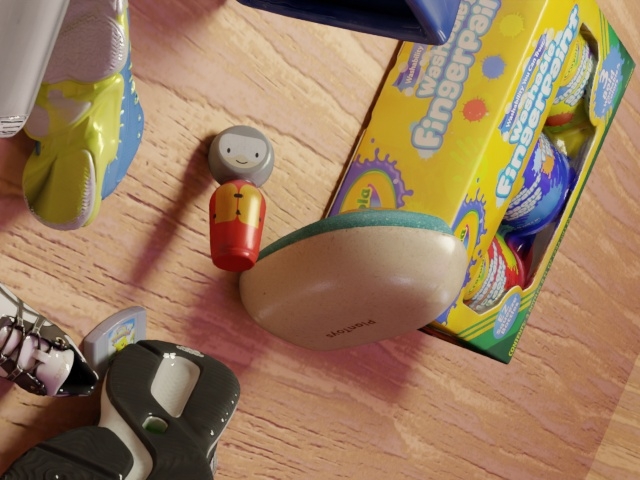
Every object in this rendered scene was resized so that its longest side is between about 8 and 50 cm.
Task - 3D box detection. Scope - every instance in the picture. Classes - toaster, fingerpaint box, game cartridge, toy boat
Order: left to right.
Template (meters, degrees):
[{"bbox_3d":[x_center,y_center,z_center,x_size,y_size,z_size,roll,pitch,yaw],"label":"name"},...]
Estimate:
[{"bbox_3d":[-0.272,-0.158,1.156,0.227,0.129,0.146,-7,119,-62],"label":"toaster"},{"bbox_3d":[-0.200,0.099,1.582,0.083,0.017,0.056,-34,133,-48],"label":"game cartridge"},{"bbox_3d":[0.000,0.000,1.681,0.318,0.267,0.148,30,53,-44],"label":"toy boat"},{"bbox_3d":[0.203,-0.103,1.997,0.445,0.163,0.371,-66,153,-5],"label":"fingerpaint box"}]

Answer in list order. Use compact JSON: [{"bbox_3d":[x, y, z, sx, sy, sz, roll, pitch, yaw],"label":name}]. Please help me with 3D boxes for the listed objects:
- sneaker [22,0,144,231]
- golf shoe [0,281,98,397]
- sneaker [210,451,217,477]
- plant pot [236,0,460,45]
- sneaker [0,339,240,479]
[{"bbox_3d":[-0.198,-0.133,1.372,0.126,0.091,0.240,-43,147,-71],"label":"sneaker"},{"bbox_3d":[-0.259,0.085,1.385,0.077,0.094,0.198,-64,151,-6],"label":"golf shoe"},{"bbox_3d":[-0.150,0.267,1.712,0.092,0.088,0.225,-11,120,-62],"label":"sneaker"},{"bbox_3d":[0.013,-0.332,1.437,0.212,0.236,0.236,-68,153,-13],"label":"plant pot"},{"bbox_3d":[-0.196,0.290,1.457,0.447,0.169,0.257,-57,167,-67],"label":"sneaker"}]
